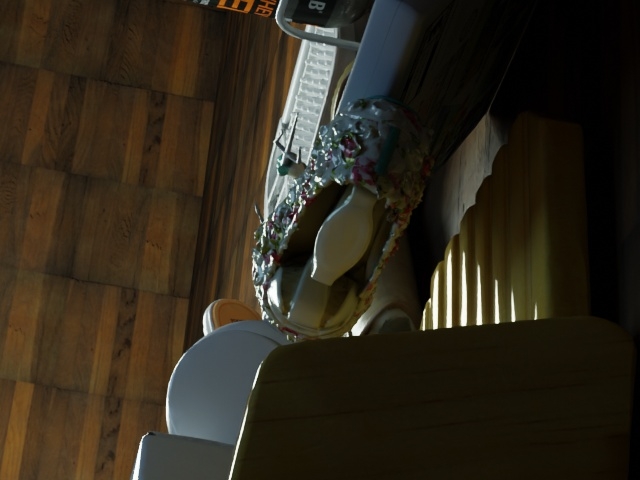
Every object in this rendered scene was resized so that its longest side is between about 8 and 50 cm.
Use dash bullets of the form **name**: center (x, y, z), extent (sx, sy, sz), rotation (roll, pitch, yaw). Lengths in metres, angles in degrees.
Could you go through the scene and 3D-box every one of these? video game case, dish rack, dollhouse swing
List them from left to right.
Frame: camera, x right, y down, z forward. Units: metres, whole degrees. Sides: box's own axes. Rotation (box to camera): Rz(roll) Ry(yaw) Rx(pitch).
- **dish rack**: center (0.005, -0.131, 2.090), extent (0.285, 0.072, 0.333), rotation (-92, 15, -58)
- **dollhouse swing**: center (0.012, 0.108, 1.139), extent (0.347, 0.315, 0.305), rotation (112, 149, -56)
- **video game case**: center (0.082, -0.122, 1.252), extent (0.300, 0.036, 0.329), rotation (-49, -14, -39)

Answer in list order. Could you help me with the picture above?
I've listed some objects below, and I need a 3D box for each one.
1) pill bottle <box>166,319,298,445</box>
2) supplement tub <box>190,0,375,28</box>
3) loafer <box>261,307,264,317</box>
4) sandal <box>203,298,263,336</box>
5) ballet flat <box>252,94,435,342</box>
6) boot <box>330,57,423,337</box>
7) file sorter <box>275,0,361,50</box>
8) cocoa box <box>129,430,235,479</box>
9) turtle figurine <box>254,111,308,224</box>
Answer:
- **pill bottle**: center (-0.048, 0.151, 1.592), extent (0.272, 0.152, 0.152), rotation (51, -133, -77)
- **supplement tub**: center (-0.062, -0.334, 1.869), extent (0.207, 0.338, 0.207), rotation (-170, 90, -81)
- **loafer**: center (-0.049, 0.132, 2.084), extent (0.267, 0.084, 0.096), rotation (111, 166, -51)
- **sandal**: center (-0.045, 0.135, 1.794), extent (0.076, 0.102, 0.265), rotation (-60, 43, 33)
- **ballet flat**: center (0.003, 0.006, 1.139), extent (0.241, 0.091, 0.077), rotation (110, 178, -50)
- **boot**: center (0.057, -0.004, 1.586), extent (0.269, 0.089, 0.236), rotation (-93, 3, -59)
- **file sorter**: center (0.066, -0.316, 1.581), extent (0.193, 0.173, 0.277), rotation (115, 163, -60)
- **cocoa box**: center (-0.059, 0.362, 1.391), extent (0.228, 0.231, 0.347), rotation (108, 168, -46)
- **turtle figurine**: center (0.000, 0.000, 1.827), extent (0.175, 0.118, 0.234), rotation (-79, -8, -51)
